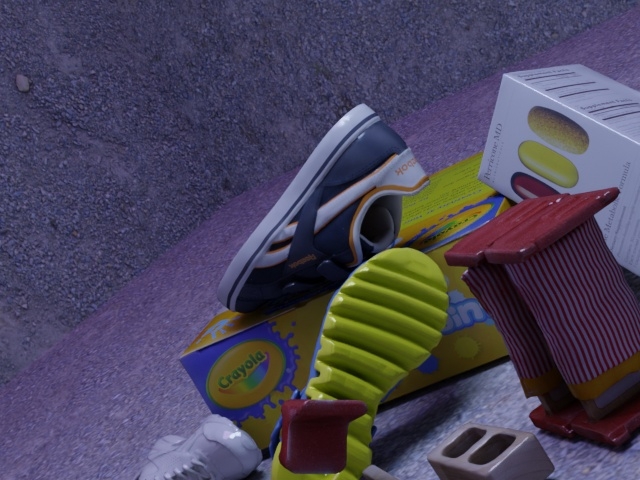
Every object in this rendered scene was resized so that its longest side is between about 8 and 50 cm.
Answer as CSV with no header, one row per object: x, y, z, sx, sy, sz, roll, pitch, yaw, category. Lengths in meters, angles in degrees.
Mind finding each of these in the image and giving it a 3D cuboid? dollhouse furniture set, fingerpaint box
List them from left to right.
0.097,0.060,1.730,0.445,0.163,0.371,-25,12,25,fingerpaint box
0.130,0.134,1.195,0.374,0.201,0.152,-34,11,-20,dollhouse furniture set

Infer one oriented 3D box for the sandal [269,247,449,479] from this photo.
0.029,0.148,1.457,0.317,0.126,0.138,-59,5,-16,sandal

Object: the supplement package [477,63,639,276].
0.312,-0.084,1.486,0.134,0.139,0.244,-12,34,-39,supplement package

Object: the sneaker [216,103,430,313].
0.000,0.000,1.555,0.321,0.127,0.126,-52,-8,36,sneaker

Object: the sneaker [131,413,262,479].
-0.158,0.287,1.647,0.232,0.090,0.115,-32,12,50,sneaker
